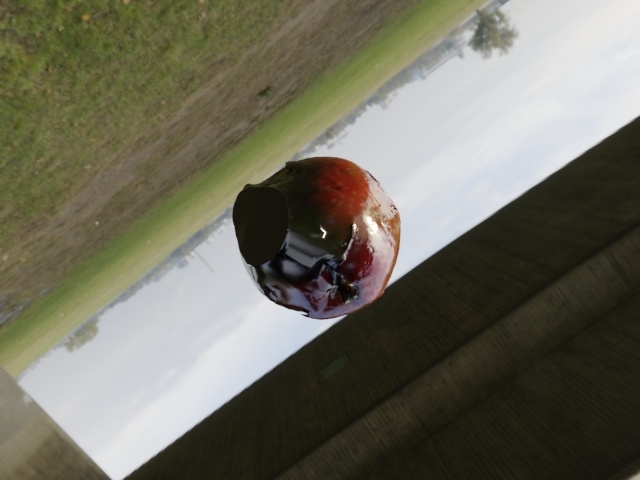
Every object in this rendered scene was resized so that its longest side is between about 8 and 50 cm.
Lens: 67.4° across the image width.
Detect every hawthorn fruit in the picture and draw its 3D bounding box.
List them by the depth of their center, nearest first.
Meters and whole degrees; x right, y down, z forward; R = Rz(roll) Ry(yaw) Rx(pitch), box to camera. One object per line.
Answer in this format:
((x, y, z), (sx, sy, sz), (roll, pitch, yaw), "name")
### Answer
((-0.007, -0.011, 0.848), (0.316, 0.316, 0.316), (-37, -170, 7), "hawthorn fruit")
